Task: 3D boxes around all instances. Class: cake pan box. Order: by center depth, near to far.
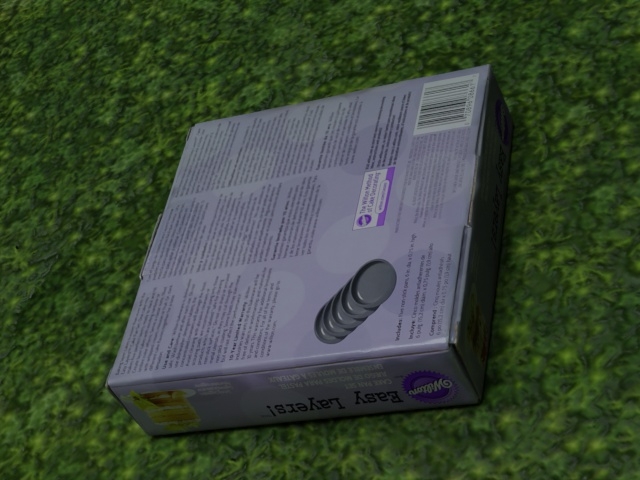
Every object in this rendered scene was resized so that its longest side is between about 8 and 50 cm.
[{"bbox_3d":[0.000,0.000,0.915,0.245,0.070,0.267,-9,45,22],"label":"cake pan box"}]
